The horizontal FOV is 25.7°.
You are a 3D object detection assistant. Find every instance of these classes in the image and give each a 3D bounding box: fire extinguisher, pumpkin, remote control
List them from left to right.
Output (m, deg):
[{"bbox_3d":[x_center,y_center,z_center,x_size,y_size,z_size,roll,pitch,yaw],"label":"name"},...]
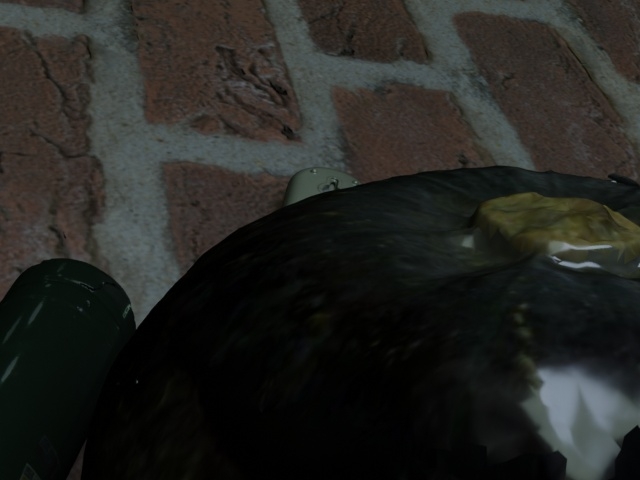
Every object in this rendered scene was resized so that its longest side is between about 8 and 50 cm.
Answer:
[{"bbox_3d":[-0.193,0.134,0.831,0.095,0.114,0.311,-17,23,20],"label":"fire extinguisher"},{"bbox_3d":[0.000,0.000,1.173,0.078,0.042,0.221,15,32,-2],"label":"remote control"},{"bbox_3d":[0.101,0.145,0.713,0.454,0.344,0.454,1,21,0],"label":"pumpkin"}]
